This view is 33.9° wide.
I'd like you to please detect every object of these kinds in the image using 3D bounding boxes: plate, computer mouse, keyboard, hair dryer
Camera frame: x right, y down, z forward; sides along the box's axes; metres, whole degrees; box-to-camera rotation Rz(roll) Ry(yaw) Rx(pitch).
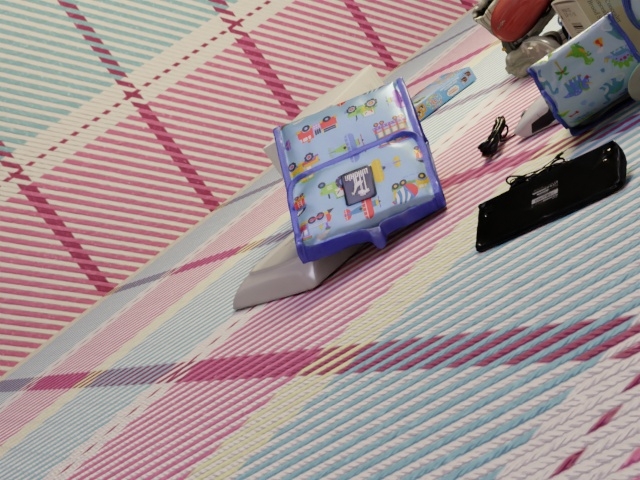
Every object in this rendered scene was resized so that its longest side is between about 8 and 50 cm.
[{"bbox_3d":[0.000,0.000,1.688,0.277,0.045,0.278,-42,12,-31],"label":"plate"},{"bbox_3d":[0.311,-0.184,1.523,0.193,0.042,0.106,-27,12,41],"label":"computer mouse"},{"bbox_3d":[0.256,-0.048,1.151,0.192,0.038,0.100,-26,37,38],"label":"keyboard"},{"bbox_3d":[0.397,-0.455,1.916,0.224,0.080,0.293,-50,-5,7],"label":"hair dryer"}]

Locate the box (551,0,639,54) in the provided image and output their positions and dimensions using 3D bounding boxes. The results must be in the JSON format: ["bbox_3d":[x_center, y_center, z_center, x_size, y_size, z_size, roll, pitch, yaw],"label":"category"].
[{"bbox_3d":[0.497,-0.361,1.449,0.311,0.148,0.121,-36,10,2],"label":"box"}]

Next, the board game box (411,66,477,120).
[{"bbox_3d":[0.233,-0.310,2.358,0.211,0.039,0.160,-38,11,-11],"label":"board game box"}]

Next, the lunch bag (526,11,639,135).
[{"bbox_3d":[0.352,-0.202,1.343,0.128,0.096,0.151,-32,-18,17],"label":"lunch bag"}]

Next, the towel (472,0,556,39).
[{"bbox_3d":[0.455,-0.520,2.045,0.324,0.056,0.312,-52,-24,15],"label":"towel"}]

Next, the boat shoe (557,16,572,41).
[{"bbox_3d":[0.457,-0.386,1.840,0.109,0.089,0.258,-35,10,2],"label":"boat shoe"}]

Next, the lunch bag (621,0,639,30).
[{"bbox_3d":[0.453,-0.341,1.261,0.219,0.176,0.090,-9,-2,-30],"label":"lunch bag"}]

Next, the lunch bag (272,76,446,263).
[{"bbox_3d":[0.063,-0.080,1.552,0.220,0.138,0.293,-21,37,9],"label":"lunch bag"}]

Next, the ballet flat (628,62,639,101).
[{"bbox_3d":[0.449,-0.219,1.185,0.213,0.072,0.068,-36,40,12],"label":"ballet flat"}]

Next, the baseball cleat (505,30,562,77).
[{"bbox_3d":[0.404,-0.350,1.900,0.109,0.072,0.206,-37,11,-9],"label":"baseball cleat"}]

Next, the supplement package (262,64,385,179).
[{"bbox_3d":[0.043,-0.196,2.062,0.175,0.178,0.293,-30,11,27],"label":"supplement package"}]
